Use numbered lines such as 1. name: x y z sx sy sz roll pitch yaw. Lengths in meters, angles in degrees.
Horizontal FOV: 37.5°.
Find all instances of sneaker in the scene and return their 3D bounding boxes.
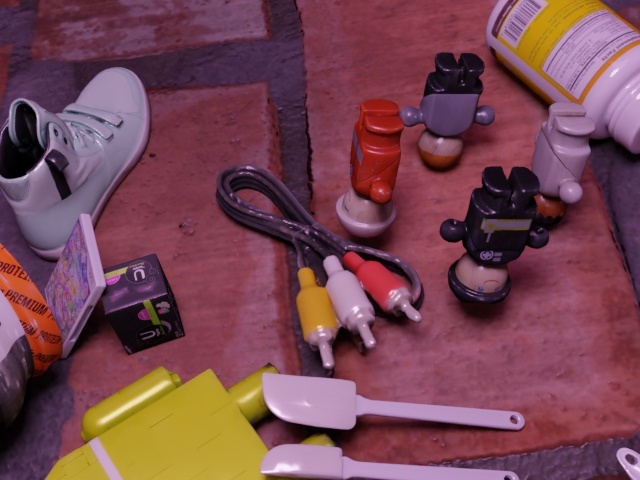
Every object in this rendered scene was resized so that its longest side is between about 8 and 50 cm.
1. sneaker: -0.259 -0.123 1.003 0.094 0.151 0.256 7 56 12

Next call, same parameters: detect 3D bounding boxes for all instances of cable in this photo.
1. cable: 0.000 0.000 0.942 0.139 0.072 0.287 -24 57 -16

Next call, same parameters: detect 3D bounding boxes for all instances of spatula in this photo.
1. spatula: 0.064 0.202 0.803 0.242 0.019 0.168 8 54 -9

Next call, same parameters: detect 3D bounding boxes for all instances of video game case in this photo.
1. video game case: -0.240 0.045 0.917 0.011 0.122 0.087 5 48 -34

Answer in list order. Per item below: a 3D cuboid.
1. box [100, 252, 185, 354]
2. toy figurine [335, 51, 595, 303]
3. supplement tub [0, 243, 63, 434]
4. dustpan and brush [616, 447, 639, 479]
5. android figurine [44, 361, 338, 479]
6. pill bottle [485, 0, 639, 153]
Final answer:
1. box: -0.173 0.062 0.912 0.062 0.083 0.052 -19 57 -6
2. toy figurine: 0.141 -0.062 0.917 0.213 0.148 0.209 29 46 22
3. supplement tub: -0.402 0.137 0.794 0.207 0.207 0.338 34 55 25
4. dustpan and brush: 0.315 0.251 0.749 0.147 0.060 0.211 -36 60 -17
5. android figurine: -0.122 0.225 0.815 0.272 0.056 0.248 -33 60 -18
6. pill bottle: 0.285 -0.190 1.010 0.117 0.117 0.215 -32 60 -15
